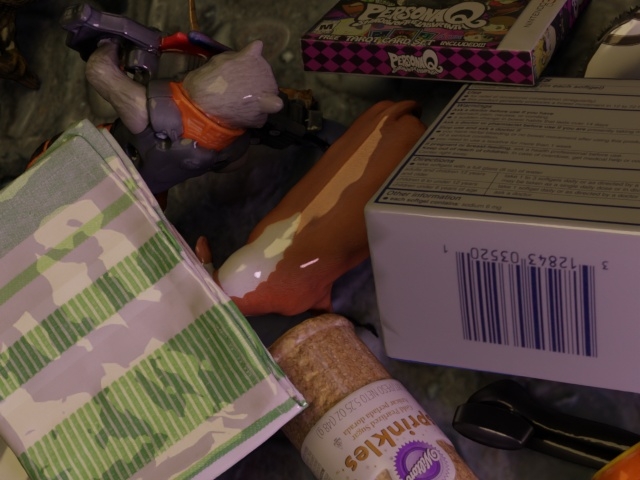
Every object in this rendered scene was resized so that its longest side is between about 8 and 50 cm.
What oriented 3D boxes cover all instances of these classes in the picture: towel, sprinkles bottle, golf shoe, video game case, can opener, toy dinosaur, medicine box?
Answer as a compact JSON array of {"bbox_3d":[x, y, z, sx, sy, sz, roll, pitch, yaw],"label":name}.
[{"bbox_3d":[-0.200,0.088,1.138,0.248,0.038,0.325,-39,83,4],"label":"towel"},{"bbox_3d":[0.079,0.226,1.153,0.121,0.121,0.355,-44,62,4],"label":"sprinkles bottle"},{"bbox_3d":[0.332,-0.184,1.211,0.198,0.077,0.094,-38,63,8],"label":"golf shoe"},{"bbox_3d":[0.127,-0.217,1.260,0.232,0.041,0.210,7,34,25],"label":"video game case"},{"bbox_3d":[0.213,0.176,1.154,0.186,0.059,0.073,15,52,17],"label":"can opener"},{"bbox_3d":[-0.098,-0.176,1.408,0.211,0.064,0.112,35,70,19],"label":"toy dinosaur"},{"bbox_3d":[0.215,-0.020,1.080,0.264,0.149,0.289,5,31,24],"label":"medicine box"}]

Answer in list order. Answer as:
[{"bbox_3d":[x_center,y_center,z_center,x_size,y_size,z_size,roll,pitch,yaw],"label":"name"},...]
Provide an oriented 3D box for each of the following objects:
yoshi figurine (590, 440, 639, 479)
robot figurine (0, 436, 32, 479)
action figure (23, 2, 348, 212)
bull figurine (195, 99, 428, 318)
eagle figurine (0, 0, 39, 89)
[{"bbox_3d":[0.351,0.298,0.968,0.203,0.203,0.362,-37,72,8],"label":"yoshi figurine"},{"bbox_3d":[-0.271,0.240,1.251,0.300,0.200,0.353,24,81,-7],"label":"robot figurine"},{"bbox_3d":[-0.129,-0.075,1.259,0.330,0.341,0.178,-38,46,43],"label":"action figure"},{"bbox_3d":[0.000,0.000,1.224,0.310,0.188,0.101,-43,61,4],"label":"bull figurine"},{"bbox_3d":[-0.363,-0.330,1.483,0.225,0.226,0.298,6,91,-12],"label":"eagle figurine"}]
